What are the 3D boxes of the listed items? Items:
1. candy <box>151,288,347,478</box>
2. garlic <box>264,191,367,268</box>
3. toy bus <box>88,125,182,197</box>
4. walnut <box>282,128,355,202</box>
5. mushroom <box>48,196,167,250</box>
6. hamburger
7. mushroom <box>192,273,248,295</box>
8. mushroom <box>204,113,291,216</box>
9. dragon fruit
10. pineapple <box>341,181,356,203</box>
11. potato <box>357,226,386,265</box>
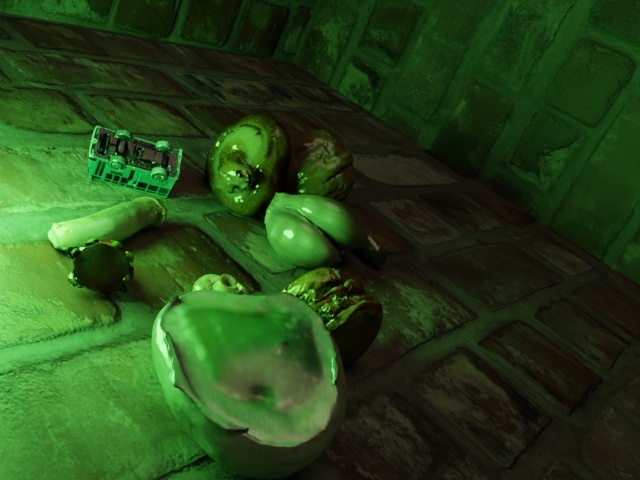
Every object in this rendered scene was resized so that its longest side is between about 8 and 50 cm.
[{"bbox_3d":[-0.131,0.273,1.242,0.386,0.186,0.427,5,33,-22],"label":"candy"},{"bbox_3d":[0.000,0.000,1.977,0.340,0.231,0.246,31,-24,-30],"label":"garlic"},{"bbox_3d":[-0.553,-0.227,1.879,0.256,0.147,0.128,14,55,-22],"label":"toy bus"},{"bbox_3d":[-0.020,-0.239,2.228,0.313,0.252,0.277,-31,68,-26],"label":"walnut"},{"bbox_3d":[-0.527,-0.042,1.617,0.123,0.095,0.351,13,19,22],"label":"mushroom"},{"bbox_3d":[0.008,0.184,1.517,0.261,0.245,0.211,-30,60,-19],"label":"hamburger"},{"bbox_3d":[-0.235,0.138,1.502,0.148,0.112,0.148,23,32,-16],"label":"mushroom"},{"bbox_3d":[-0.243,-0.258,2.050,0.345,0.345,0.260,44,11,34],"label":"mushroom"},{"bbox_3d":[-0.486,0.064,1.427,0.142,0.138,0.175,65,-6,-2],"label":"dragon fruit"},{"bbox_3d":[-0.005,-0.318,2.507,0.344,0.209,0.286,25,24,3],"label":"pineapple"},{"bbox_3d":[0.154,0.013,2.151,0.188,0.085,0.105,51,-4,34],"label":"potato"}]
